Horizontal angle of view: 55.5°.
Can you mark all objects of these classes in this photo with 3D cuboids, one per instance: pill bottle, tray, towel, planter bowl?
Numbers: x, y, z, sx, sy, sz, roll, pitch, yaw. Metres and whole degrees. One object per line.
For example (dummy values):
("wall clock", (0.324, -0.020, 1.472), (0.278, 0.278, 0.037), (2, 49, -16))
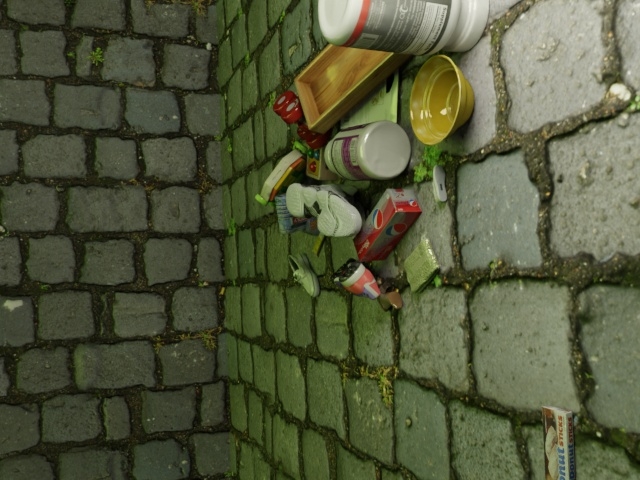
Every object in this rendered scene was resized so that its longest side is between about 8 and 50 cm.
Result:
("pill bottle", (0.128, -0.264, 1.832), (0.301, 0.169, 0.169), (-168, 79, -66))
("tray", (0.095, -0.526, 1.841), (0.411, 0.076, 0.203), (-36, 60, 38))
("pill bottle", (0.195, -0.548, 1.428), (0.210, 0.363, 0.210), (179, 90, -66))
("towel", (0.277, 0.072, 1.680), (0.148, 0.027, 0.110), (121, 140, -50))
("planter bowl", (0.315, -0.341, 1.501), (0.217, 0.090, 0.217), (180, 90, -67))

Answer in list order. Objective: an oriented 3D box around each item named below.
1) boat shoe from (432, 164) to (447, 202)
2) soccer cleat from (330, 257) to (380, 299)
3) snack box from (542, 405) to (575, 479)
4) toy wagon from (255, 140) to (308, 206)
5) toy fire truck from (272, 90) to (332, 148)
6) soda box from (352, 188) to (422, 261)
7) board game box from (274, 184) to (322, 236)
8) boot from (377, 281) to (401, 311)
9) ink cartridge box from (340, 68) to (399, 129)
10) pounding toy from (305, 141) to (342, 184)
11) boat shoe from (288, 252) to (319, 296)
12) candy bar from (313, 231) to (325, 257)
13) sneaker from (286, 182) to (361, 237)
("boat shoe", (0.307, -0.148, 1.596), (0.035, 0.035, 0.100), (-14, 85, 63))
("soccer cleat", (0.112, 0.129, 1.946), (0.116, 0.108, 0.318), (45, 176, -5))
("snack box", (0.483, 0.431, 1.231), (0.064, 0.022, 0.178), (173, 96, -65))
("toy wagon", (-0.120, -0.245, 2.359), (0.267, 0.068, 0.344), (-52, -10, 8))
("toy fire truck", (-0.013, -0.483, 2.138), (0.254, 0.169, 0.302), (-45, 30, 5))
("soda box", (0.191, -0.041, 1.790), (0.263, 0.092, 0.083), (120, 140, -49))
("board game box", (-0.068, -0.095, 2.298), (0.060, 0.194, 0.194), (10, 114, 49))
("boot", (0.206, 0.186, 1.837), (0.118, 0.042, 0.087), (-113, 26, -42))
("ink cartridge box", (0.165, -0.486, 1.879), (0.239, 0.060, 0.275), (6, 96, 46))
("pounding toy", (0.019, -0.253, 2.168), (0.206, 0.094, 0.181), (-148, 61, -63))
("boat shoe", (-0.072, 0.141, 2.413), (0.226, 0.075, 0.083), (-119, 36, -47))
("candy bar", (0.000, 0.000, 2.315), (0.040, 0.018, 0.161), (65, 146, 36))
("sneaker", (0.061, -0.108, 1.963), (0.366, 0.210, 0.137), (27, 116, 51))
